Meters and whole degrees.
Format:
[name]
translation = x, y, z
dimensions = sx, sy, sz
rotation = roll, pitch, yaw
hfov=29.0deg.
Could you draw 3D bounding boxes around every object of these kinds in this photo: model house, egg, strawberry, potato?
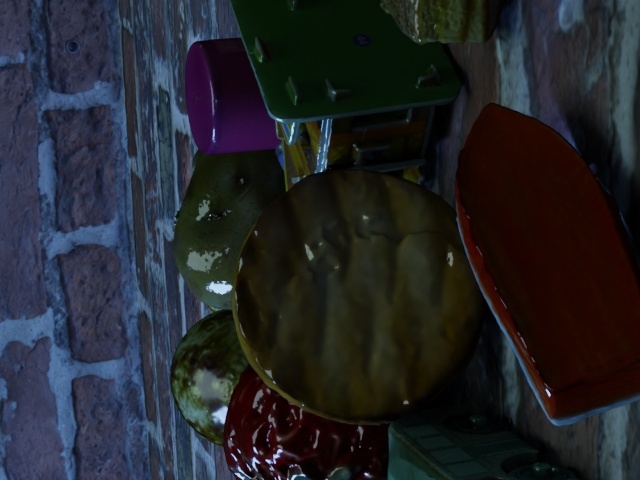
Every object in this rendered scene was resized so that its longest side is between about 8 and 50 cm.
[model house]
translation = -0.007, -0.193, 1.584
dimensions = 0.313, 0.242, 0.358
rotation = 103, 152, -51
[egg]
translation = -0.118, 0.233, 2.051
dimensions = 0.289, 0.238, 0.238
rotation = 17, 113, 50
[strawberry]
translation = 0.015, 0.197, 1.616
dimensions = 0.317, 0.295, 0.345
rotation = 52, -148, -49
[potato]
translation = -0.134, -0.046, 2.051
dimensions = 0.218, 0.202, 0.351
rotation = -32, 53, 32

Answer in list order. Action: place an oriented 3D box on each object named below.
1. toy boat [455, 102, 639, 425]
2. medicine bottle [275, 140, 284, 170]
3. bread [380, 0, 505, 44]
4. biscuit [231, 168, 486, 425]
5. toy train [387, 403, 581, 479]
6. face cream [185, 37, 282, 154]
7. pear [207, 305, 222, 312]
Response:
[toy boat]
translation = 0.214, 0.014, 1.156
dimensions = 0.133, 0.145, 0.332
rotation = 60, -169, -58
[medicine bottle]
translation = 0.015, -0.058, 1.731
dimensions = 0.203, 0.083, 0.083
rotation = 61, 158, 8
[bread]
translation = 0.126, -0.341, 1.319
dimensions = 0.184, 0.110, 0.234
rotation = -118, 22, -66
[biscuit]
translation = 0.044, 0.064, 1.420
dimensions = 0.102, 0.296, 0.296
rotation = 137, 126, -82
[toy train]
translation = 0.168, 0.276, 1.333
dimensions = 0.326, 0.159, 0.129
rotation = -150, 57, -69
[face cream]
translation = -0.095, -0.224, 1.886
dimensions = 0.175, 0.195, 0.175
rotation = 172, 90, -71
[pear]
translation = -0.157, 0.073, 2.314
dimensions = 0.141, 0.104, 0.141
rotation = -1, 88, 36
